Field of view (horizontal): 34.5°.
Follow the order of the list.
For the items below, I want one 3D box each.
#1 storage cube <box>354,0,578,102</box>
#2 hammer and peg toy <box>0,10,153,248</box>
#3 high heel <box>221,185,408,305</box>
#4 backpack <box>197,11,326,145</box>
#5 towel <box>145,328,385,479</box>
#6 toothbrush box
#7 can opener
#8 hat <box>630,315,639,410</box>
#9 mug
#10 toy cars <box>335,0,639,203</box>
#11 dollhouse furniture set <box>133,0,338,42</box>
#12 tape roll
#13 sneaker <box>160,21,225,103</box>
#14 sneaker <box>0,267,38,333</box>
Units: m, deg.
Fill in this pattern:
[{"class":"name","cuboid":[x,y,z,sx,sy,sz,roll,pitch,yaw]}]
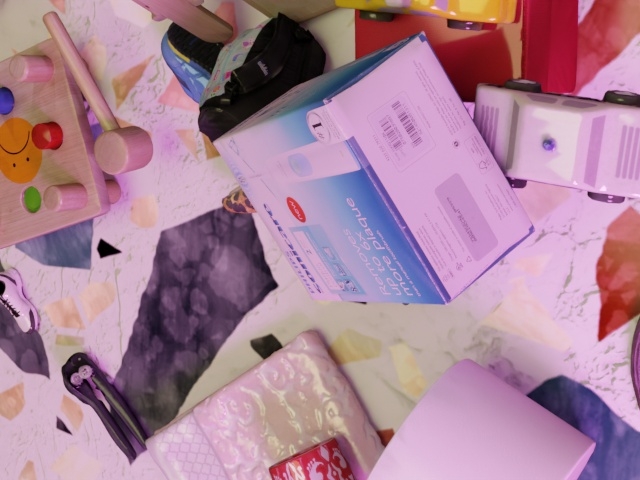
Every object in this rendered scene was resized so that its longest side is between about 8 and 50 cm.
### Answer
[{"class":"storage cube","cuboid":[0.155,-0.247,1.083,0.214,0.183,0.193,5,103,29]},{"class":"hammer and peg toy","cuboid":[-0.382,-0.150,1.447,0.361,0.127,0.266,-17,89,31]},{"class":"high heel","cuboid":[0.000,0.000,1.272,0.261,0.093,0.186,-8,93,26]},{"class":"backpack","cuboid":[-0.069,-0.182,1.231,0.115,0.152,0.182,-11,51,40]},{"class":"towel","cuboid":[-0.046,0.332,1.371,0.317,0.053,0.332,-34,83,24]},{"class":"toothbrush box","cuboid":[0.040,-0.058,1.032,0.216,0.126,0.295,58,159,-13]},{"class":"can opener","cuboid":[-0.318,0.243,1.533,0.059,0.073,0.186,-43,78,-11]},{"class":"hat","cuboid":[0.450,0.134,1.014,0.331,0.134,0.332,6,102,30]},{"class":"mug","cuboid":[-0.004,0.345,1.265,0.150,0.113,0.169,-27,83,24]},{"class":"toy cars","cuboid":[0.150,-0.169,0.944,0.176,0.087,0.394,-44,79,30]},{"class":"dollhouse furniture set","cuboid":[-0.068,-0.455,1.251,0.303,0.173,0.356,-14,68,31]},{"class":"tape roll","cuboid":[0.167,0.276,1.140,0.169,0.246,0.246,32,114,21]},{"class":"sneaker","cuboid":[-0.127,-0.193,1.335,0.209,0.069,0.082,46,151,5]},{"class":"sneaker","cuboid":[-0.477,0.098,1.597,0.040,0.043,0.109,-30,86,29]}]
